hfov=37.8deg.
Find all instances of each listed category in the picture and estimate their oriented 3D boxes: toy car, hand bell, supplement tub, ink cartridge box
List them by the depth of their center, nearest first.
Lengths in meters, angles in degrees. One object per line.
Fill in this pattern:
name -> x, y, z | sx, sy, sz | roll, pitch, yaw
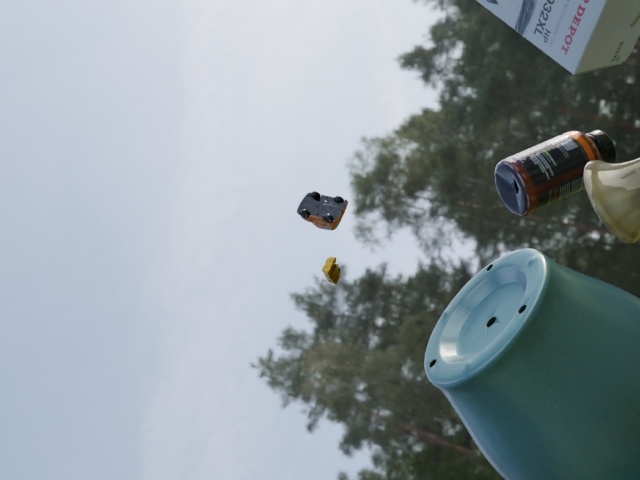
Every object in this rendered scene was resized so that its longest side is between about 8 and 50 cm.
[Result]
toy car -> 0.000, 0.000, 1.057 | 0.040, 0.060, 0.122 | 65, -152, -49
hand bell -> 0.477, -0.101, 1.200 | 0.126, 0.242, 0.126 | 26, -131, -34
ink cartridge box -> 0.372, -0.440, 1.470 | 0.129, 0.307, 0.223 | -19, -39, -32
supplement tub -> 0.406, -0.122, 1.601 | 0.198, 0.106, 0.106 | -23, -50, -14

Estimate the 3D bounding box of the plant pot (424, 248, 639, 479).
plant pot -> 0.265, 0.151, 1.018 | 0.255, 0.272, 0.271 | 40, -122, -14
